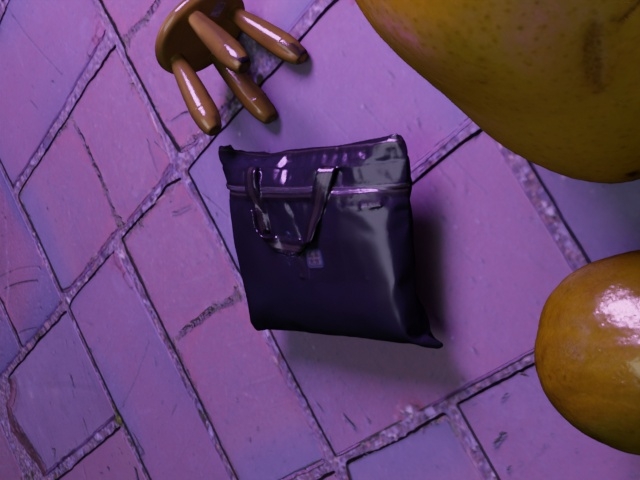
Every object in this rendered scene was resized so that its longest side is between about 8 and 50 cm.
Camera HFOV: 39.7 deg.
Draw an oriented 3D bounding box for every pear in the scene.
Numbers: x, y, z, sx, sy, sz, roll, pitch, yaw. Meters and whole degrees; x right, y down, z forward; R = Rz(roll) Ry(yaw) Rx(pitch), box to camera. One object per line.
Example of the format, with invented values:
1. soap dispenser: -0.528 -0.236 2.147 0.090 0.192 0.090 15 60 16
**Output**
1. pear: 0.155 -0.199 0.570 0.285 0.285 0.336 24 158 38
2. pear: 0.235 0.079 0.637 0.162 0.149 0.148 -7 97 56

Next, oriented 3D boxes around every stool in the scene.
1. stool: -0.095 -0.184 0.908 0.110 0.134 0.135 50 176 21

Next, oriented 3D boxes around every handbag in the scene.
1. handbag: 0.000 0.000 0.884 0.254 0.089 0.211 0 108 44
